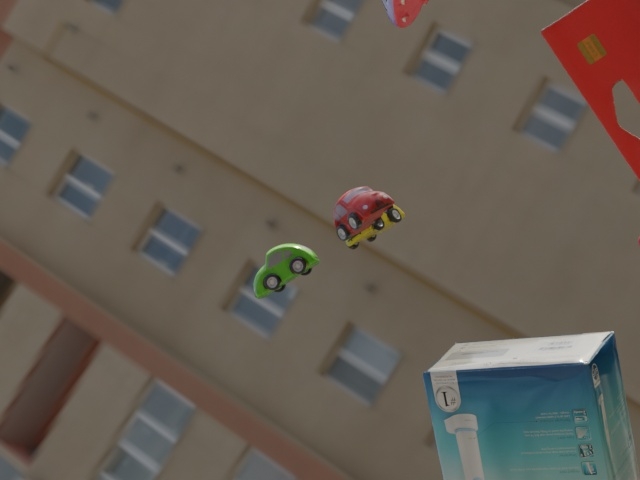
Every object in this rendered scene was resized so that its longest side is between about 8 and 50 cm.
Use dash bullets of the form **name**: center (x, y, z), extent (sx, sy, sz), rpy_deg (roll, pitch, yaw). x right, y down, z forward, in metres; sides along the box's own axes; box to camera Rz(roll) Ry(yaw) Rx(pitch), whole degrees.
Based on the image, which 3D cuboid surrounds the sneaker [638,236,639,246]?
- **sneaker**: center (0.578, 0.087, 2.420), extent (0.118, 0.279, 0.107), rpy_deg (-37, -19, 29)

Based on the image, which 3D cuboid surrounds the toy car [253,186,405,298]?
- **toy car**: center (0.000, 0.000, 2.106), extent (0.225, 0.053, 0.239), rpy_deg (-32, -8, 5)

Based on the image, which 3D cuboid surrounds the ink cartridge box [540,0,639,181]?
- **ink cartridge box**: center (0.445, -0.198, 1.852), extent (0.261, 0.296, 0.066), rpy_deg (-34, 1, 5)

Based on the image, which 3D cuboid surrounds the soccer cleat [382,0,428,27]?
- **soccer cleat**: center (0.093, -0.403, 2.199), extent (0.083, 0.095, 0.248), rpy_deg (-46, -35, -26)

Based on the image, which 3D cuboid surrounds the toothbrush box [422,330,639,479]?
- **toothbrush box**: center (0.269, 0.274, 1.964), extent (0.126, 0.216, 0.295), rpy_deg (-30, -70, -60)
